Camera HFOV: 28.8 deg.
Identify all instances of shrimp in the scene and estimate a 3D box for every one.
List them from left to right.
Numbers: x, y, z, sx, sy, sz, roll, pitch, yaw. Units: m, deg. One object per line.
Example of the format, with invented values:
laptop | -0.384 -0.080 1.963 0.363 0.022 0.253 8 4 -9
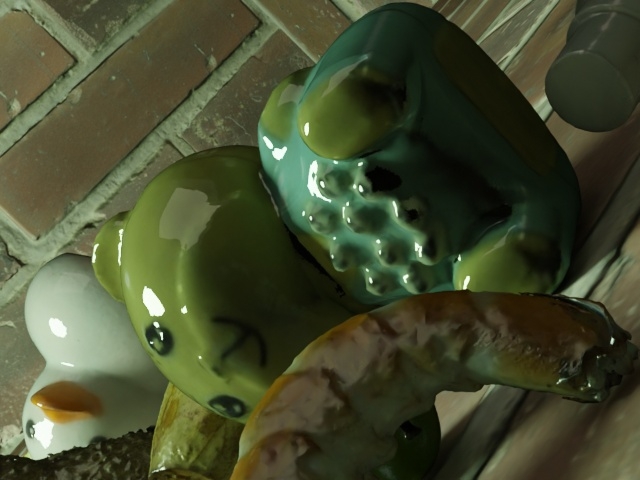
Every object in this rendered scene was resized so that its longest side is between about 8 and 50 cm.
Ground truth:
shrimp | 0.041 0.088 0.462 0.166 0.049 0.161 -16 46 19

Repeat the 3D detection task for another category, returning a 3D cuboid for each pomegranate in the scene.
pomegranate | 0.013 0.092 0.549 0.084 0.073 0.073 -64 13 -17

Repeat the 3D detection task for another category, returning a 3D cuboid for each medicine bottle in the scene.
medicine bottle | 0.217 -0.180 0.706 0.352 0.110 0.110 -51 9 -37

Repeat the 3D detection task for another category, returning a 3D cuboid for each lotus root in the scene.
lotus root | -0.033 0.064 0.862 0.258 0.097 0.110 -54 13 -30

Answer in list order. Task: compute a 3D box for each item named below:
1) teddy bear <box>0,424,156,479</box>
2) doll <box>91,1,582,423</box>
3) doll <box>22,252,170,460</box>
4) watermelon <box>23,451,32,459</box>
teddy bear | -0.215 0.217 0.901 0.251 0.129 0.182 -48 5 -21
doll | 0.000 0.000 0.696 0.261 0.177 0.161 -39 14 30
doll | -0.172 0.120 1.119 0.221 0.221 0.251 -44 -15 13
watermelon | -0.211 0.197 1.263 0.163 0.087 0.069 -44 -24 4
